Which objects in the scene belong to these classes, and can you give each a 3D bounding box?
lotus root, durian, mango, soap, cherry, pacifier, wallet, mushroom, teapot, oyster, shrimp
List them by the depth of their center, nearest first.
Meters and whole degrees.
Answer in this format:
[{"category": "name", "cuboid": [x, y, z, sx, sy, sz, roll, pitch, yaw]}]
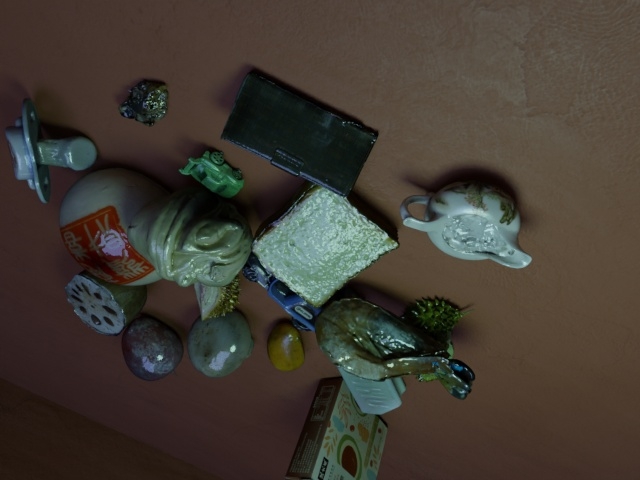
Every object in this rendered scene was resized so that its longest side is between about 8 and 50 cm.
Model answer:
[{"category": "wallet", "cuboid": [-0.048, -0.231, 1.111, 0.317, 0.044, 0.168, 25, 104, -4]}, {"category": "teapot", "cuboid": [0.323, -0.038, 1.116, 0.298, 0.139, 0.204, 17, 139, 6]}, {"category": "oyster", "cuboid": [-0.423, -0.331, 1.212, 0.103, 0.051, 0.148, 33, 126, -19]}, {"category": "shrimp", "cuboid": [0.192, 0.292, 1.323, 0.446, 0.221, 0.109, 23, 140, 7]}, {"category": "pacifier", "cuboid": [-0.722, -0.247, 1.363, 0.208, 0.227, 0.278, -6, 116, -16]}, {"category": "durian", "cuboid": [0.321, 0.297, 1.489, 0.170, 0.157, 0.355, -14, 136, -14]}, {"category": "durian", "cuboid": [-0.320, 0.119, 1.551, 0.138, 0.183, 0.249, -10, 134, -17]}, {"category": "soap", "cuboid": [0.180, 0.477, 1.702, 0.173, 0.095, 0.289, -4, 130, 27]}, {"category": "mango", "cuboid": [-0.114, 0.364, 1.712, 0.147, 0.109, 0.227, 39, 140, 19]}, {"category": "lotus root", "cuboid": [-0.729, 0.181, 1.742, 0.272, 0.192, 0.272, 18, 134, 20]}, {"category": "mushroom", "cuboid": [-0.332, 0.353, 1.746, 0.244, 0.243, 0.243, 12, 135, 12]}, {"category": "cherry", "cuboid": [-0.641, 0.429, 1.922, 0.236, 0.212, 0.285, -22, 112, 27]}]

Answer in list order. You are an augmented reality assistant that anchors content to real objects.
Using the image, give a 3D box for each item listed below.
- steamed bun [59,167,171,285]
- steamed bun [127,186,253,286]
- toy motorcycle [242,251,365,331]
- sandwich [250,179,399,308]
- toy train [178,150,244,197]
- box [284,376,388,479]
[{"category": "steamed bun", "cuboid": [-0.582, -0.016, 1.451, 0.375, 0.241, 0.374, 12, 132, 14]}, {"category": "steamed bun", "cuboid": [-0.309, -0.020, 1.294, 0.275, 0.320, 0.206, 56, 130, 20]}, {"category": "toy motorcycle", "cuboid": [-0.055, 0.131, 1.459, 0.359, 0.125, 0.213, 40, 125, -20]}, {"category": "sandwich", "cuboid": [0.000, 0.000, 1.261, 0.271, 0.099, 0.301, 44, 113, -13]}, {"category": "toy train", "cuboid": [-0.275, -0.166, 1.286, 0.149, 0.081, 0.099, 42, 133, -17]}, {"category": "box", "cuboid": [0.076, 0.754, 1.802, 0.122, 0.385, 0.344, -16, 124, 36]}]
